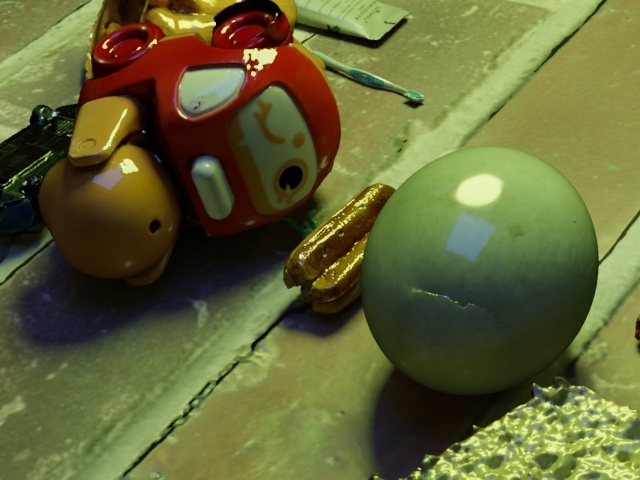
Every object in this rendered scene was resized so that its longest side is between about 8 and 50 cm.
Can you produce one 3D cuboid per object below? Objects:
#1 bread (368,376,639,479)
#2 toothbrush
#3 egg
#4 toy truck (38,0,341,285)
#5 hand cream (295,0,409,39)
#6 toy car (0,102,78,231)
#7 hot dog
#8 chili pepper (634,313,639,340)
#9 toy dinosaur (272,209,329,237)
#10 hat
[{"bbox_3d":[0.109,0.249,1.061,0.340,0.179,0.194,-28,40,-27],"label":"bread"},{"bbox_3d":[0.048,-0.175,1.819,0.162,0.014,0.017,27,27,38],"label":"toothbrush"},{"bbox_3d":[0.128,0.024,1.370,0.186,0.187,0.253,10,36,20],"label":"egg"},{"bbox_3d":[-0.118,-0.073,1.539,0.264,0.189,0.239,-9,38,16],"label":"toy truck"},{"bbox_3d":[-0.018,-0.273,1.945,0.234,0.050,0.080,19,40,22],"label":"hand cream"},{"bbox_3d":[-0.268,-0.072,1.662,0.103,0.063,0.216,15,33,25],"label":"toy car"},{"bbox_3d":[0.032,0.004,1.521,0.071,0.045,0.165,37,47,13],"label":"hot dog"},{"bbox_3d":[0.377,0.019,1.464,0.272,0.063,0.071,-20,39,-17],"label":"chili pepper"},{"bbox_3d":[0.000,0.000,1.567,0.083,0.021,0.062,-7,48,-6],"label":"toy dinosaur"},{"bbox_3d":[-0.105,-0.215,1.805,0.233,0.244,0.233,18,62,-18],"label":"hat"}]
